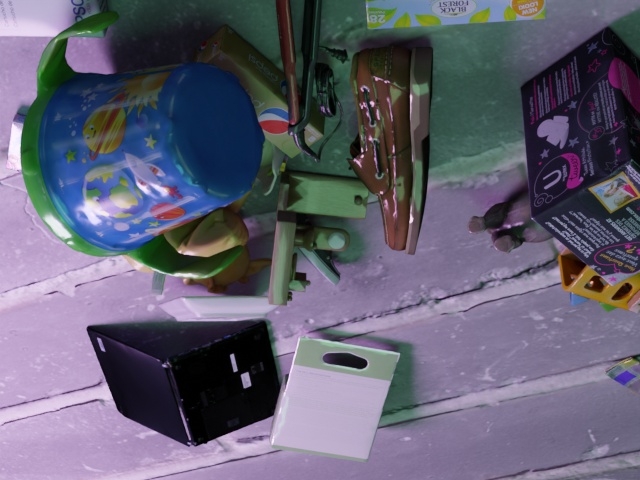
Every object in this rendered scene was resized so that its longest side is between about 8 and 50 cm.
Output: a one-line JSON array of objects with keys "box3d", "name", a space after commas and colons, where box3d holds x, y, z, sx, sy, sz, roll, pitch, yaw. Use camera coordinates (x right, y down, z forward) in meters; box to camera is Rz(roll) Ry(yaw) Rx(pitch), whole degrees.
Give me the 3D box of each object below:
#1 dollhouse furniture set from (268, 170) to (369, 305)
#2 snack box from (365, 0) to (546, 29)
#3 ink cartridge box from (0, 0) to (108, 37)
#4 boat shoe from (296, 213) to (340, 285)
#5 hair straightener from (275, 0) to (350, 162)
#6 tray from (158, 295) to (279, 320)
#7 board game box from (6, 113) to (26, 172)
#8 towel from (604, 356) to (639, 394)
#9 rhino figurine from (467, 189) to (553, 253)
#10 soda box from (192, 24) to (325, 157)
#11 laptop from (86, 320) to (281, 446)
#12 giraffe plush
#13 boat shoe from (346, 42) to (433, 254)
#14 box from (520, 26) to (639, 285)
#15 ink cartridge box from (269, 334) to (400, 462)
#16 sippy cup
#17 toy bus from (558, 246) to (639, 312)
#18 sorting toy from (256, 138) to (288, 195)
[{"box3d": [0.000, 0.000, 1.551, 0.123, 0.151, 0.144, 6, 107, -3], "name": "dollhouse furniture set"}, {"box3d": [0.148, -0.329, 1.298, 0.207, 0.070, 0.174, -1, 135, 7], "name": "snack box"}, {"box3d": [-0.372, -0.336, 1.348, 0.224, 0.045, 0.223, 1, 136, 4], "name": "ink cartridge box"}, {"box3d": [-0.005, 0.012, 1.675, 0.040, 0.049, 0.142, -43, 129, -4], "name": "boat shoe"}, {"box3d": [-0.002, -0.204, 1.415, 0.089, 0.047, 0.230, -13, 116, -14], "name": "hair straightener"}, {"box3d": [-0.143, 0.098, 1.655, 0.145, 0.030, 0.270, 1, 174, -14], "name": "tray"}, {"box3d": [-0.377, -0.123, 1.583, 0.090, 0.020, 0.090, 14, 133, -9], "name": "board game box"}, {"box3d": [0.504, 0.218, 1.869, 0.083, 0.009, 0.060, 34, 129, -27], "name": "towel"}, {"box3d": [0.325, -0.045, 1.560, 0.243, 0.106, 0.073, -19, 89, 21], "name": "rhino figurine"}, {"box3d": [-0.077, -0.186, 1.469, 0.061, 0.058, 0.181, -32, 126, 31], "name": "soda box"}, {"box3d": [-0.217, 0.216, 1.921, 0.264, 0.136, 0.234, -21, 136, -11], "name": "laptop"}, {"box3d": [-0.151, 0.000, 1.601, 0.181, 0.210, 0.170, 18, 170, 30], "name": "giraffe plush"}, {"box3d": [0.088, -0.117, 1.503, 0.105, 0.110, 0.307, 3, 126, 6], "name": "boat shoe"}, {"box3d": [0.345, -0.099, 1.391, 0.163, 0.247, 0.142, 37, 129, -28], "name": "box"}, {"box3d": [0.021, 0.251, 1.911, 0.171, 0.056, 0.235, 10, 118, -7], "name": "ink cartridge box"}, {"box3d": [-0.199, -0.110, 1.394, 0.224, 0.240, 0.305, -12, 149, 37], "name": "sippy cup"}, {"box3d": [0.437, 0.049, 1.636, 0.202, 0.104, 0.191, -16, 132, 20], "name": "toy bus"}, {"box3d": [-0.064, -0.101, 1.542, 0.045, 0.075, 0.083, 14, 135, -9], "name": "sorting toy"}]
